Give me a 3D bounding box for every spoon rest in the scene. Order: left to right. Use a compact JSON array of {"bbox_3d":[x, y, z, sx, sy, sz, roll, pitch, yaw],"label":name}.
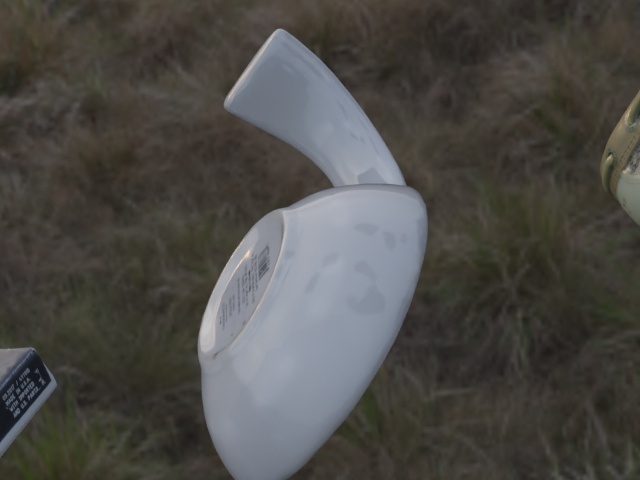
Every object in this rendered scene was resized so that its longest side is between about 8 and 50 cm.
[{"bbox_3d":[0.000,0.000,0.639,0.084,0.137,0.276,28,29,-20],"label":"spoon rest"}]

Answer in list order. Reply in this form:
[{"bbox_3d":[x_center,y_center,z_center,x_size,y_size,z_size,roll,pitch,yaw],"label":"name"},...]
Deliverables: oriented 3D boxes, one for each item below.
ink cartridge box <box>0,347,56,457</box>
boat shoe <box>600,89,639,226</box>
[{"bbox_3d":[-0.312,0.150,0.939,0.208,0.045,0.206,-7,30,28],"label":"ink cartridge box"},{"bbox_3d":[0.220,-0.123,0.669,0.104,0.285,0.089,13,25,-36],"label":"boat shoe"}]
